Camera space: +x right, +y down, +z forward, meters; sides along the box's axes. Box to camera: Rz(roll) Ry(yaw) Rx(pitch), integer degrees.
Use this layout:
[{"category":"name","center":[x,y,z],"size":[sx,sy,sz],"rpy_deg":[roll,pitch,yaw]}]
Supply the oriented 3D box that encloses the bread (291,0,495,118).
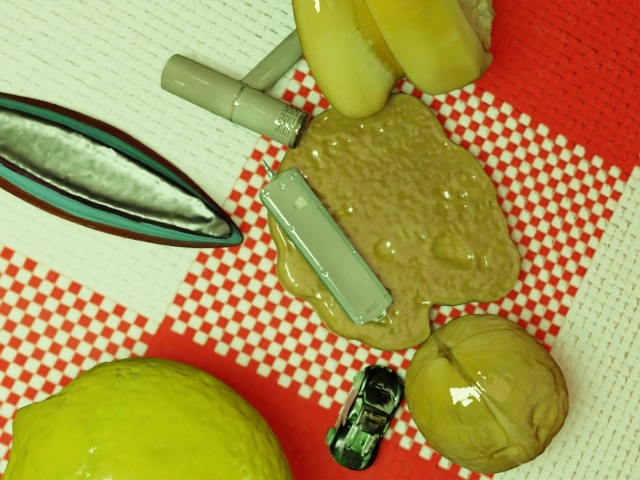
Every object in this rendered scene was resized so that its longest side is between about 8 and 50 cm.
[{"category":"bread","center":[0.079,-0.379,1.139],"size":[0.329,0.245,0.423],"rpy_deg":[-1,73,-50]}]

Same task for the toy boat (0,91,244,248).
[{"category":"toy boat","center":[-0.276,-0.080,1.128],"size":[0.392,0.079,0.136],"rpy_deg":[24,83,-6]}]

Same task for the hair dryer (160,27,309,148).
[{"category":"hair dryer","center":[-0.075,-0.247,1.182],"size":[0.195,0.053,0.220],"rpy_deg":[25,67,7]}]

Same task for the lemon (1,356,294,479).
[{"category":"lemon","center":[-0.186,0.293,1.000],"size":[0.336,0.336,0.335],"rpy_deg":[1,86,-11]}]

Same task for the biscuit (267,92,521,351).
[{"category":"biscuit","center":[0.092,-0.017,1.200],"size":[0.351,0.057,0.312],"rpy_deg":[44,80,-3]}]

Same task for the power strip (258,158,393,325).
[{"category":"power strip","center":[0.000,0.000,1.140],"size":[0.060,0.027,0.252],"rpy_deg":[-37,91,-10]}]

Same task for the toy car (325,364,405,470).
[{"category":"toy car","center":[0.062,0.233,1.177],"size":[0.069,0.055,0.142],"rpy_deg":[27,82,-12]}]

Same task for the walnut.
[{"category":"walnut","center":[0.212,0.195,1.140],"size":[0.226,0.193,0.193],"rpy_deg":[35,79,-37]}]
